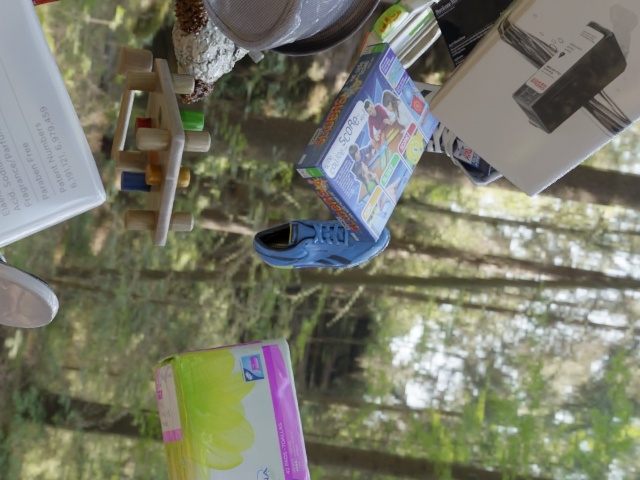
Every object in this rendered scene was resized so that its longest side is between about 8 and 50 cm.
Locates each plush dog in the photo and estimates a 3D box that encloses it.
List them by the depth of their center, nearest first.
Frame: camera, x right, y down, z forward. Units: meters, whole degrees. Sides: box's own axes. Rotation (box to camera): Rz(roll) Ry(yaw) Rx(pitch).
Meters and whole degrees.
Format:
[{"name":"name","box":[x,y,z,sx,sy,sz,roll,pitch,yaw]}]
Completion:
[{"name":"plush dog","box":[-0.211,-0.391,1.717,0.225,0.210,0.263,-66,158,-51]}]

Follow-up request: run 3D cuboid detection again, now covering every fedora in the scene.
[{"name":"fedora","box":[-0.055,-0.345,1.145,0.275,0.244,0.124,-24,-162,41]}]

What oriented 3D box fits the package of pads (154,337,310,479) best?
[{"name":"package of pads","box":[-0.147,0.323,1.471,0.101,0.229,0.297,-25,-107,55]}]

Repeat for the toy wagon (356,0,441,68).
[{"name":"toy wagon","box":[0.196,-0.494,2.083,0.267,0.068,0.344,-45,165,14]}]

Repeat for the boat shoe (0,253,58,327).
[{"name":"boat shoe","box":[-0.604,0.032,1.564,0.158,0.340,0.127,-72,-178,-52]}]

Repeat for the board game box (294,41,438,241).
[{"name":"board game box","box":[0.061,-0.117,1.057,0.136,0.035,0.201,50,56,-34]}]

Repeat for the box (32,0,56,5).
[{"name":"box","box":[-0.447,-0.517,1.588,0.123,0.256,0.128,-72,149,-50]}]

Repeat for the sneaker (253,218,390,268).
[{"name":"sneaker","box":[0.000,0.000,1.352,0.082,0.209,0.069,61,25,-66]}]

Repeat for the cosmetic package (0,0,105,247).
[{"name":"cosmetic package","box":[-0.516,-0.131,0.988,0.329,0.393,0.328,15,-53,56]}]

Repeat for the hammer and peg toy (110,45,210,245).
[{"name":"hammer and peg toy","box":[-0.308,-0.193,1.663,0.361,0.127,0.266,-111,-150,-45]}]

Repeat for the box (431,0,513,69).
[{"name":"box","box":[0.313,-0.340,1.368,0.261,0.103,0.184,-21,-88,57]}]

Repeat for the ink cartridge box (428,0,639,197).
[{"name":"ink cartridge box","box":[0.219,-0.177,0.613,0.197,0.114,0.273,-50,-177,-31]}]

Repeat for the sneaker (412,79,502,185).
[{"name":"sneaker","box":[0.158,-0.153,1.262,0.153,0.282,0.099,-101,-168,-52]}]
